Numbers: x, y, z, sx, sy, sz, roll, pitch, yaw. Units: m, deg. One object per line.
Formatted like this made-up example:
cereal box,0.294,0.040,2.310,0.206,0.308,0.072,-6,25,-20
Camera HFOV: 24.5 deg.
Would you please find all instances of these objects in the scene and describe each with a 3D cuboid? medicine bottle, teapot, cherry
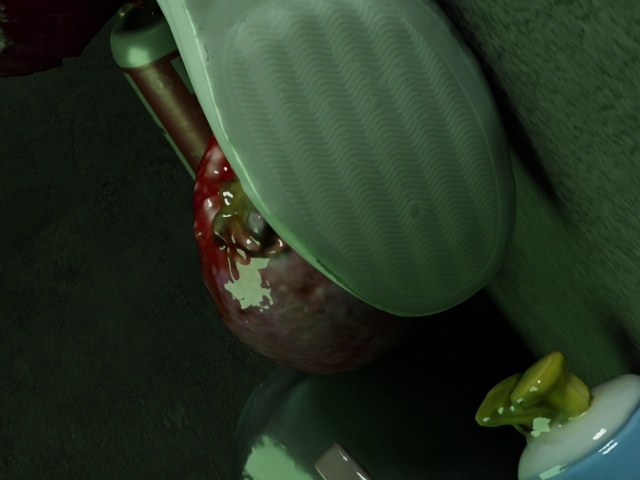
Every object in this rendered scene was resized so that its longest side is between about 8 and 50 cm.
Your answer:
medicine bottle,-0.088,-0.124,1.412,0.250,0.131,0.131,58,175,-26
teapot,0.102,0.216,1.136,0.344,0.253,0.300,45,-169,30
cherry,0.000,0.000,1.019,0.250,0.175,0.192,78,166,-52

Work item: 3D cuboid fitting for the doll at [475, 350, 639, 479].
doll,0.187,0.166,0.809,0.241,0.135,0.099,57,-156,7

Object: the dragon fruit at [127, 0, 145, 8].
dragon fruit,-0.229,-0.295,1.312,0.268,0.205,0.210,-16,94,49

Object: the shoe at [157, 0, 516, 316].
shoe,-0.027,-0.130,0.741,0.363,0.132,0.160,62,173,-22

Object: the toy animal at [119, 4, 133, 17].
toy animal,-0.189,-0.300,1.470,0.185,0.104,0.184,60,169,4

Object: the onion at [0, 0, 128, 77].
onion,-0.265,-0.320,1.096,0.348,0.347,0.385,61,-149,-49

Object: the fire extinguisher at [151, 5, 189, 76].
fire extinguisher,-0.049,-0.127,1.229,0.118,0.093,0.294,8,-147,-42
